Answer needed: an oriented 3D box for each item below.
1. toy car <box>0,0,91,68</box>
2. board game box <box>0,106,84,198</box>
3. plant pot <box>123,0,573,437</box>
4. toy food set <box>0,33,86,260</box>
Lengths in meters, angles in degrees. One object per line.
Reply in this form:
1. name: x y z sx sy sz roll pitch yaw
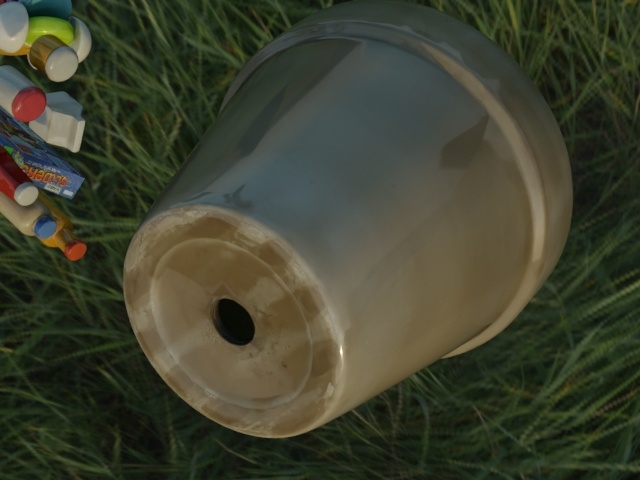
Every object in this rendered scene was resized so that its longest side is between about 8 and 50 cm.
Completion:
1. toy car: -0.444 -0.340 1.625 0.182 0.159 0.136 2 87 43
2. board game box: -0.402 -0.131 1.339 0.201 0.136 0.035 38 98 36
3. plant pot: 0.000 0.000 0.848 0.323 0.323 0.280 25 37 19
4. toy food set: -0.292 -0.088 1.124 0.104 0.111 0.232 38 124 28
